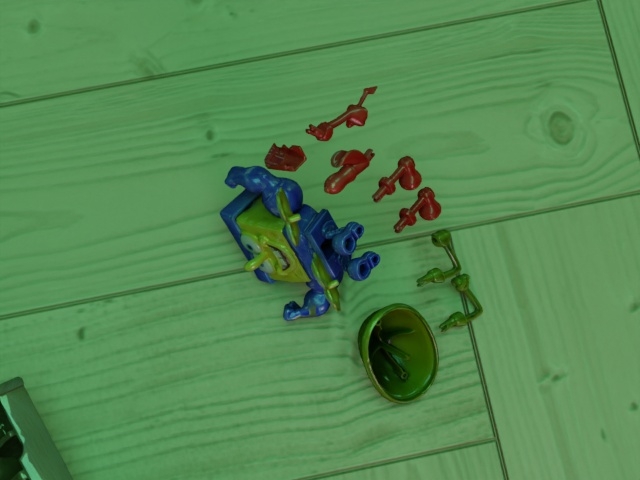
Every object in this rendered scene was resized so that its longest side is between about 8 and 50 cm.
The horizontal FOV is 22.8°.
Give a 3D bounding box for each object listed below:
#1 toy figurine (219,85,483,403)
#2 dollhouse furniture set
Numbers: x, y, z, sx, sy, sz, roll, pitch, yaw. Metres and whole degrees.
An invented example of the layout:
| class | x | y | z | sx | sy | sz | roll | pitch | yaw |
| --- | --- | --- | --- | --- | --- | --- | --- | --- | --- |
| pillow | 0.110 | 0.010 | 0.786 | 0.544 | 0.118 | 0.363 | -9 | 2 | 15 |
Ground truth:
| class | x | y | z | sx | sy | sz | roll | pitch | yaw |
| --- | --- | --- | --- | --- | --- | --- | --- | --- | --- |
| toy figurine | 0.000 | 0.000 | 1.788 | 0.191 | 0.217 | 0.362 | -50 | 128 | -26 |
| dollhouse furniture set | -0.396 | 0.273 | 1.658 | 0.242 | 0.212 | 0.161 | -23 | 80 | -36 |
